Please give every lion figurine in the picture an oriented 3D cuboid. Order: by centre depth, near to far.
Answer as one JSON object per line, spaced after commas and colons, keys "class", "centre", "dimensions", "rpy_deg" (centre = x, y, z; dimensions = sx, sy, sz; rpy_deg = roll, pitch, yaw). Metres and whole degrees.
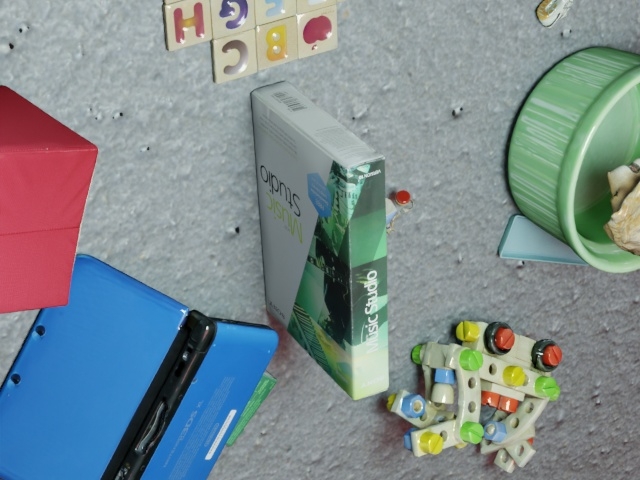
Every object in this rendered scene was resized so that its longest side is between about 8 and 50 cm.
{"class": "lion figurine", "centre": [0.531, -0.015, 2.070], "dimensions": [0.240, 0.142, 0.392], "rpy_deg": [-47, 138, -1]}

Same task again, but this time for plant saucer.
{"class": "plant saucer", "centre": [0.335, -0.002, 2.225], "dimensions": [0.192, 0.018, 0.067], "rpy_deg": [6, 111, -38]}

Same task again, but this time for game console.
{"class": "game console", "centre": [-0.230, 0.188, 1.848], "dimensions": [0.250, 0.173, 0.293], "rpy_deg": [14, 107, -59]}

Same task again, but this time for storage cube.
{"class": "storage cube", "centre": [-0.367, -0.044, 1.535], "dimensions": [0.193, 0.215, 0.184], "rpy_deg": [-6, 118, -43]}

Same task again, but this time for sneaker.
{"class": "sneaker", "centre": [0.321, -0.317, 2.027], "dimensions": [0.083, 0.032, 0.037], "rpy_deg": [-42, 147, -4]}

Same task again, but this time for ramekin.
{"class": "ramekin", "centre": [0.402, -0.120, 2.106], "dimensions": [0.303, 0.148, 0.303], "rpy_deg": [-19, 123, -32]}

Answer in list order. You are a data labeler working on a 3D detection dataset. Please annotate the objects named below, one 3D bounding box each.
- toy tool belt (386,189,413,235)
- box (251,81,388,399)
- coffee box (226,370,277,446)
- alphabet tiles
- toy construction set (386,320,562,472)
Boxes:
{"class": "toy tool belt", "centre": [0.080, -0.032, 1.998], "dimensions": [0.083, 0.052, 0.051], "rpy_deg": [-32, 162, -15]}
{"class": "box", "centre": [0.000, 0.000, 1.821], "dimensions": [0.058, 0.232, 0.322], "rpy_deg": [-19, 125, -23]}
{"class": "coffee box", "centre": [-0.151, 0.185, 1.943], "dimensions": [0.184, 0.040, 0.113], "rpy_deg": [29, 98, -44]}
{"class": "alphabet tiles", "centre": [-0.056, -0.354, 1.724], "dimensions": [0.285, 0.011, 0.342], "rpy_deg": [-20, 126, -28]}
{"class": "toy construction set", "centre": [0.241, 0.230, 2.196], "dimensions": [0.327, 0.151, 0.215], "rpy_deg": [26, 73, -51]}
